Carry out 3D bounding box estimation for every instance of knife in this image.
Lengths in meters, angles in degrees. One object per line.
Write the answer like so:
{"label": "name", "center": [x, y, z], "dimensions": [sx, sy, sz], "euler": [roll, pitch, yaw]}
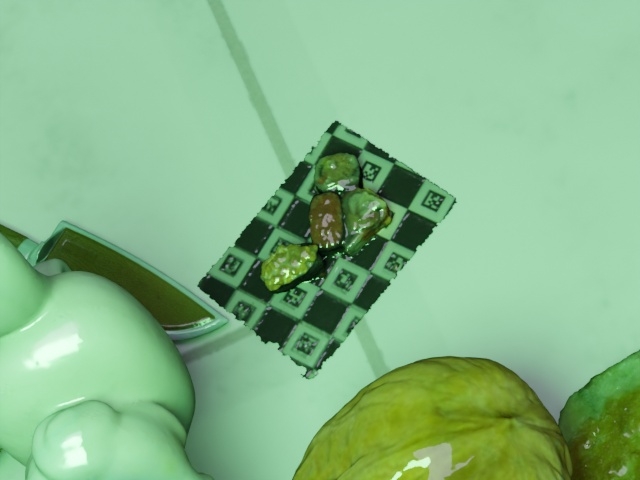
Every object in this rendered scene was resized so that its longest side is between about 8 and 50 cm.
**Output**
{"label": "knife", "center": [-0.230, 0.010, 1.381], "dimensions": [0.343, 0.027, 0.061], "euler": [25, 70, 20]}

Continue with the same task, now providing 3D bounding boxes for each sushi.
{"label": "sushi", "center": [0.000, 0.000, 1.334], "dimensions": [0.139, 0.031, 0.201], "euler": [34, 78, 22]}

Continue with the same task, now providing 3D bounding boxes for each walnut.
{"label": "walnut", "center": [0.081, 0.185, 1.140], "dimensions": [0.195, 0.221, 0.195], "euler": [18, 48, -21]}

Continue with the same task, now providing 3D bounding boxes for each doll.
{"label": "doll", "center": [-0.148, 0.175, 1.105], "dimensions": [0.187, 0.376, 0.365], "euler": [-34, 65, 23]}

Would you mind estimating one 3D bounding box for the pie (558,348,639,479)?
{"label": "pie", "center": [0.300, 0.186, 1.155], "dimensions": [0.302, 0.067, 0.302], "euler": [-12, 52, 15]}
